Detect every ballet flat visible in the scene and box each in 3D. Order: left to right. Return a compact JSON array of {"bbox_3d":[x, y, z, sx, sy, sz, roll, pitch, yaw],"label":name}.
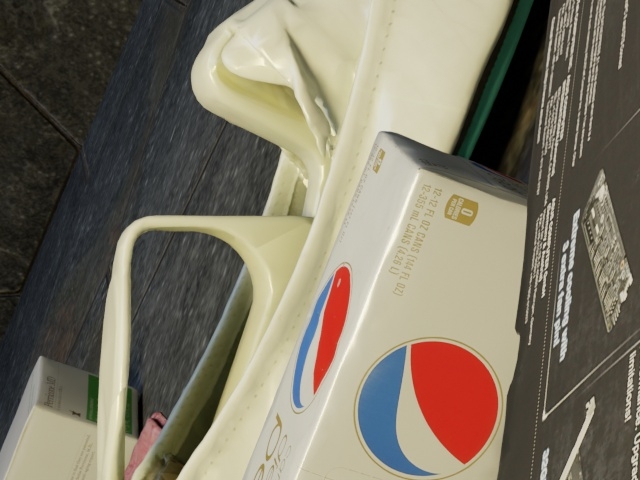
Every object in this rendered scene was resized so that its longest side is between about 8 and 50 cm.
[{"bbox_3d":[-0.008,-0.014,0.744,0.139,0.139,0.400,161,128,-75],"label":"ballet flat"}]

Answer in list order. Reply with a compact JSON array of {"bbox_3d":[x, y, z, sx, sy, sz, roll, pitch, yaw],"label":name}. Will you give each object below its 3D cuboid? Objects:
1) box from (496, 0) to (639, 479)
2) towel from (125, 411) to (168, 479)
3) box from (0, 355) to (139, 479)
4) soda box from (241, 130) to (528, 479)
[{"bbox_3d":[0.115,-0.016,0.328,0.242,0.076,0.307,127,159,-54],"label":"box"},{"bbox_3d":[-0.129,0.240,0.980,0.237,0.037,0.329,-56,14,6],"label":"towel"},{"bbox_3d":[-0.194,0.161,1.386,0.101,0.087,0.102,-106,37,-70],"label":"box"},{"bbox_3d":[0.018,0.077,0.630,0.074,0.069,0.216,-123,53,-74],"label":"soda box"}]
